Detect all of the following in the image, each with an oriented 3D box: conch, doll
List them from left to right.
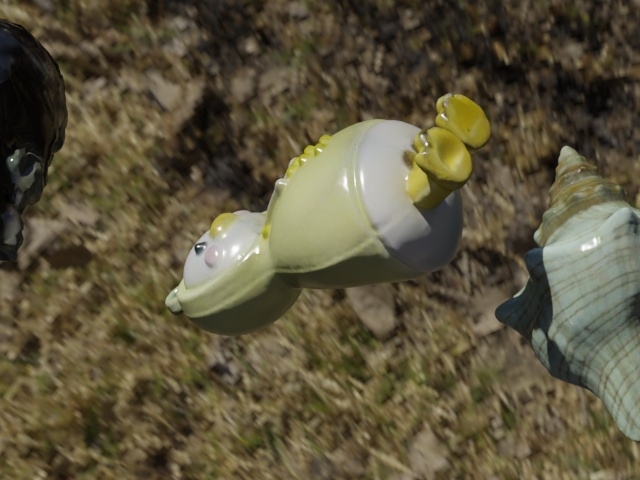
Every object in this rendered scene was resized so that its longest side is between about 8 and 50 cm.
[{"bbox_3d":[-0.008,-0.009,1.272,0.296,0.117,0.141,-21,27,30],"label":"doll"},{"bbox_3d":[0.194,0.026,1.300,0.137,0.114,0.234,0,49,18],"label":"conch"}]

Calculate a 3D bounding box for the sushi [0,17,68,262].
[{"bbox_3d":[-0.326,-0.023,0.915,0.285,0.328,0.329,38,53,-16],"label":"sushi"}]
